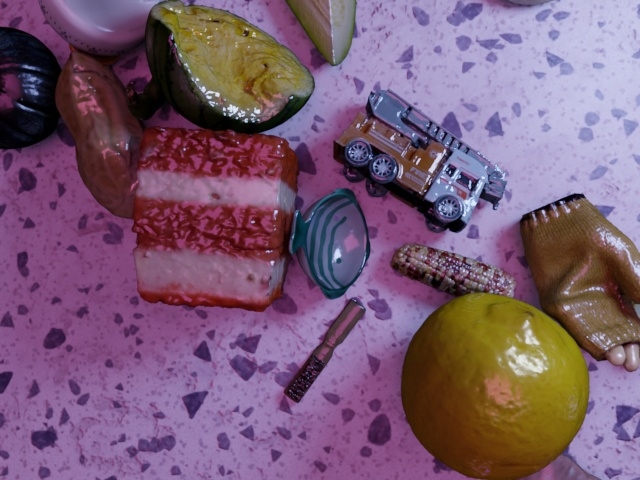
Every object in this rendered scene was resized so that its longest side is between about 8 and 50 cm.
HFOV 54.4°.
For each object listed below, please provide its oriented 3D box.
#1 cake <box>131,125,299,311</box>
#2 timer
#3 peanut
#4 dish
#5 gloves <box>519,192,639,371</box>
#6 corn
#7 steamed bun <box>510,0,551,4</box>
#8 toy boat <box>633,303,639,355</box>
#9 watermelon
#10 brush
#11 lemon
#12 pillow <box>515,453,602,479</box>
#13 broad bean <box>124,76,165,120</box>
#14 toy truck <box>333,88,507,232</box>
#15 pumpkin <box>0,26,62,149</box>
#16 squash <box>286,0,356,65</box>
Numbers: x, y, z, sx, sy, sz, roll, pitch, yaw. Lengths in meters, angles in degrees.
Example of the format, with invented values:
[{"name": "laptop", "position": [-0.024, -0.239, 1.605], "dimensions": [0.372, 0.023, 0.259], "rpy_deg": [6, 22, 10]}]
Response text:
[{"name": "cake", "position": [-0.191, -0.037, 1.188], "dimensions": [0.270, 0.270, 0.319], "rpy_deg": [5, 90, 5]}, {"name": "timer", "position": [-0.424, -0.491, 1.225], "dimensions": [0.233, 0.240, 0.233], "rpy_deg": [11, 70, -34]}, {"name": "peanut", "position": [-0.429, -0.207, 1.259], "dimensions": [0.158, 0.174, 0.340], "rpy_deg": [-25, 85, 28]}, {"name": "dish", "position": [0.000, 0.000, 1.228], "dimensions": [0.078, 0.246, 0.224], "rpy_deg": [5, 83, 40]}, {"name": "gloves", "position": [0.509, 0.076, 1.175], "dimensions": [0.203, 0.155, 0.356], "rpy_deg": [-24, 63, 15]}, {"name": "corn", "position": [0.266, 0.068, 1.250], "dimensions": [0.253, 0.086, 0.086], "rpy_deg": [19, 91, 7]}, {"name": "steamed bun", "position": [0.422, -0.587, 1.208], "dimensions": [0.232, 0.145, 0.231], "rpy_deg": [0, 90, 5]}, {"name": "toy boat", "position": [0.672, 0.123, 1.219], "dimensions": [0.111, 0.084, 0.276], "rpy_deg": [44, 94, 5]}, {"name": "watermelon", "position": [-0.194, -0.312, 1.197], "dimensions": [0.331, 0.331, 0.189], "rpy_deg": [38, 114, 3]}, {"name": "brush", "position": [0.009, 0.231, 1.290], "dimensions": [0.043, 0.036, 0.248], "rpy_deg": [37, 92, -1]}, {"name": "lemon", "position": [0.305, 0.263, 1.125], "dimensions": [0.348, 0.348, 0.348], "rpy_deg": [0, 90, 4]}, {"name": "pillow", "position": [0.463, 0.538, 1.231], "dimensions": [0.223, 0.084, 0.236], "rpy_deg": [31, 94, 2]}, {"name": "broad bean", "position": [-0.329, -0.341, 1.255], "dimensions": [0.049, 0.144, 0.292], "rpy_deg": [13, 51, 0]}, {"name": "toy truck", "position": [0.204, -0.148, 1.232], "dimensions": [0.338, 0.133, 0.184], "rpy_deg": [32, 83, 6]}, {"name": "pumpkin", "position": [-0.651, -0.312, 1.238], "dimensions": [0.248, 0.248, 0.248], "rpy_deg": [0, 90, 4]}, {"name": "squash", "position": [0.030, -0.528, 1.250], "dimensions": [0.203, 0.111, 0.288], "rpy_deg": [-39, 83, 35]}]
